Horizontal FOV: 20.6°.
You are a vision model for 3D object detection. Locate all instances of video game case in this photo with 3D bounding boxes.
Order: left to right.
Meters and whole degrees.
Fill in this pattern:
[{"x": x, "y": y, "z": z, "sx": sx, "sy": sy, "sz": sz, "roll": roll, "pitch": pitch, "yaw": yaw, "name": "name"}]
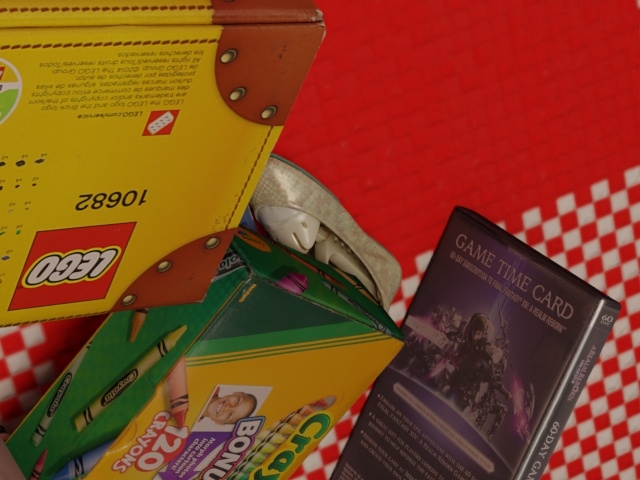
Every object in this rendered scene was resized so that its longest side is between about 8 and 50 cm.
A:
[{"x": 0.097, "y": 0.131, "z": 1.265, "sx": 0.026, "sy": 0.196, "sz": 0.274, "roll": 20, "pitch": 100, "yaw": -32, "name": "video game case"}]

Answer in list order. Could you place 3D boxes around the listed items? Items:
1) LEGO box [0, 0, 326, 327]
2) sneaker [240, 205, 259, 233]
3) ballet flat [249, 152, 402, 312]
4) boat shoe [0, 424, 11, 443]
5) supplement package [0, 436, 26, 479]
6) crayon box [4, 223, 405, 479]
[{"x": -0.310, "y": -0.137, "z": 0.793, "sx": 0.500, "sy": 0.372, "sz": 0.193, "roll": -6, "pitch": 137, "yaw": -36, "name": "LEGO box"}, {"x": -0.091, "y": -0.025, "z": 1.184, "sx": 0.080, "sy": 0.081, "sz": 0.211, "roll": -39, "pitch": 122, "yaw": -9, "name": "sneaker"}, {"x": 0.000, "y": 0.000, "z": 1.245, "sx": 0.168, "sy": 0.057, "sz": 0.052, "roll": 38, "pitch": 50, "yaw": -32, "name": "ballet flat"}, {"x": -0.255, "y": 0.177, "z": 1.210, "sx": 0.125, "sy": 0.038, "sz": 0.046, "roll": -59, "pitch": 152, "yaw": 9, "name": "boat shoe"}, {"x": -0.285, "y": 0.148, "z": 1.033, "sx": 0.177, "sy": 0.293, "sz": 0.175, "roll": -41, "pitch": 121, "yaw": -5, "name": "supplement package"}, {"x": -0.094, "y": 0.124, "z": 1.187, "sx": 0.278, "sy": 0.081, "sz": 0.165, "roll": -50, "pitch": 138, "yaw": 13, "name": "crayon box"}]
